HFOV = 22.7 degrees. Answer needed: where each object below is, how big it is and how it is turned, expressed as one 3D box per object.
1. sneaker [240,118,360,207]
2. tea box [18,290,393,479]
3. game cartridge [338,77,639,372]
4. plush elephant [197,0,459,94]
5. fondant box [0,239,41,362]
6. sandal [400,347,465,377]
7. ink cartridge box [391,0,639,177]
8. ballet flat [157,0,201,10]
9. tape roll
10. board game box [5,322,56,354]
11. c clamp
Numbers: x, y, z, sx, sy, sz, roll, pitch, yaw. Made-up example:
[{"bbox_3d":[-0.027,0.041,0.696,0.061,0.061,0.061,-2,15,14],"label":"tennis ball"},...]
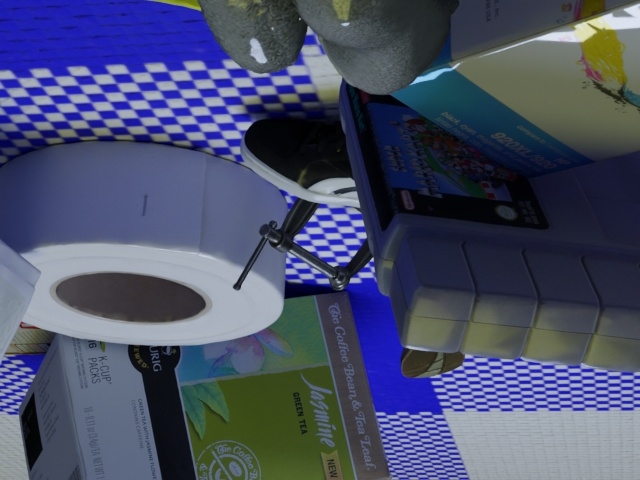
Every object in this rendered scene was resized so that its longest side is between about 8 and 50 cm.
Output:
[{"bbox_3d":[0.048,-0.084,1.267,0.217,0.079,0.121,19,131,5],"label":"sneaker"},{"bbox_3d":[-0.139,0.220,1.750,0.323,0.220,0.329,-8,163,-20],"label":"tea box"},{"bbox_3d":[0.136,-0.036,1.055,0.230,0.355,0.068,10,119,-12],"label":"game cartridge"},{"bbox_3d":[-0.043,-0.225,0.706,0.272,0.255,0.330,-59,164,24],"label":"plush elephant"},{"bbox_3d":[-0.429,-0.018,1.303,0.330,0.096,0.238,15,164,23],"label":"fondant box"},{"bbox_3d":[0.120,0.095,1.734,0.072,0.049,0.180,-5,143,3],"label":"sandal"},{"bbox_3d":[0.174,-0.161,0.904,0.232,0.171,0.168,-14,153,37],"label":"ink cartridge box"},{"bbox_3d":[-0.083,-0.187,1.012,0.231,0.077,0.077,6,142,-3],"label":"ballet flat"},{"bbox_3d":[-0.171,0.010,1.474,0.286,0.100,0.286,3,158,1],"label":"tape roll"},{"bbox_3d":[-0.299,0.085,1.750,0.193,0.045,0.147,-1,158,8],"label":"board game box"},{"bbox_3d":[0.000,0.000,1.421,0.022,0.137,0.160,33,-175,38],"label":"c clamp"}]
